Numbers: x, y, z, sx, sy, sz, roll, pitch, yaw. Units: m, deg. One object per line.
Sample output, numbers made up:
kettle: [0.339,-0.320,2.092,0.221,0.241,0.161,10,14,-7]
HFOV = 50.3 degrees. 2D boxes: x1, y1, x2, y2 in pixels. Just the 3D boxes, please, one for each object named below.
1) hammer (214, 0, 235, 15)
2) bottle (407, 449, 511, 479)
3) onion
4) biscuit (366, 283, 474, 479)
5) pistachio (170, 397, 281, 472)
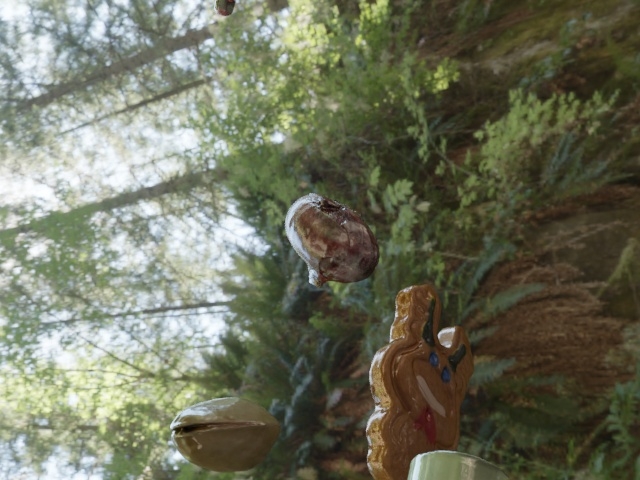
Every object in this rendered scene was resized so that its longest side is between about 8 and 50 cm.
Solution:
hammer: [-0.134,-0.379,1.062,0.031,0.083,0.053,12,-90,-39]
bottle: [0.071,0.237,0.416,0.072,0.072,0.202,55,-139,-36]
onion: [0.000,0.000,1.158,0.098,0.206,0.151,25,-84,-50]
biscuit: [0.149,0.213,0.983,0.202,0.047,0.334,54,-140,-21]
pistachio: [-0.141,0.286,1.008,0.185,0.126,0.108,14,-116,-43]
